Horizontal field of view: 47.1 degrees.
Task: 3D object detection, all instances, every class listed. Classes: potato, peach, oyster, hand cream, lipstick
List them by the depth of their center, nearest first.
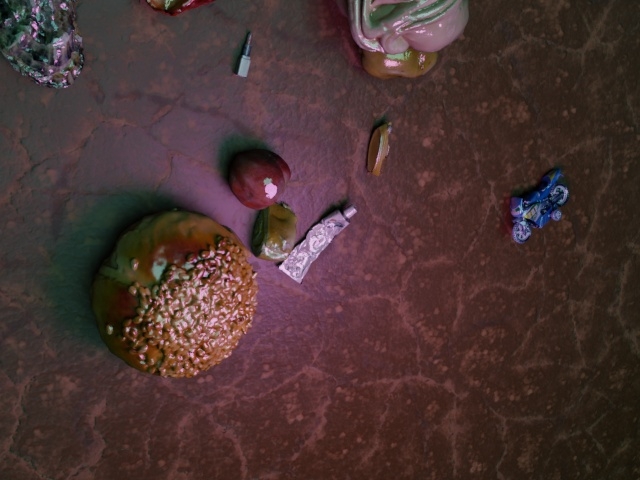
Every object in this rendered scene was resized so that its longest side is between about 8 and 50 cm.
[{"bbox_3d":[-0.581,-0.483,1.483,0.162,0.158,0.351,-40,140,-47],"label":"oyster"},{"bbox_3d":[-0.177,-0.441,1.739,0.025,0.025,0.107,12,94,-27],"label":"lipstick"},{"bbox_3d":[-0.150,-0.158,1.781,0.152,0.152,0.152,-7,109,-22],"label":"peach"},{"bbox_3d":[0.193,-0.482,1.823,0.200,0.155,0.137,-6,150,-13],"label":"potato"},{"bbox_3d":[-0.001,-0.001,1.946,0.257,0.050,0.084,-48,117,3],"label":"hand cream"}]

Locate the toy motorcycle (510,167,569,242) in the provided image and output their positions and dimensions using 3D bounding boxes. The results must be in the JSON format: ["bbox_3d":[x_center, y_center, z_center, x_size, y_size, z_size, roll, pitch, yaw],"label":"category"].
[{"bbox_3d":[0.643,-0.110,2.182,0.254,0.092,0.135,-40,109,-18],"label":"toy motorcycle"}]

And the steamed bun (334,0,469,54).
[{"bbox_3d":[0.197,-0.600,1.680,0.309,0.219,0.324,-13,69,-19],"label":"steamed bun"}]

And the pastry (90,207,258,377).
[{"bbox_3d":[-0.332,0.132,1.725,0.409,0.245,0.410,-8,109,-24],"label":"pastry"}]

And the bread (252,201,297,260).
[{"bbox_3d":[-0.110,-0.016,1.859,0.103,0.110,0.156,10,101,-21],"label":"bread"}]

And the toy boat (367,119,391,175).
[{"bbox_3d":[0.158,-0.244,1.942,0.049,0.047,0.149,-3,110,-38],"label":"toy boat"}]

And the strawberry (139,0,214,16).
[{"bbox_3d":[-0.243,-0.613,1.591,0.253,0.150,0.280,13,103,-6],"label":"strawberry"}]
